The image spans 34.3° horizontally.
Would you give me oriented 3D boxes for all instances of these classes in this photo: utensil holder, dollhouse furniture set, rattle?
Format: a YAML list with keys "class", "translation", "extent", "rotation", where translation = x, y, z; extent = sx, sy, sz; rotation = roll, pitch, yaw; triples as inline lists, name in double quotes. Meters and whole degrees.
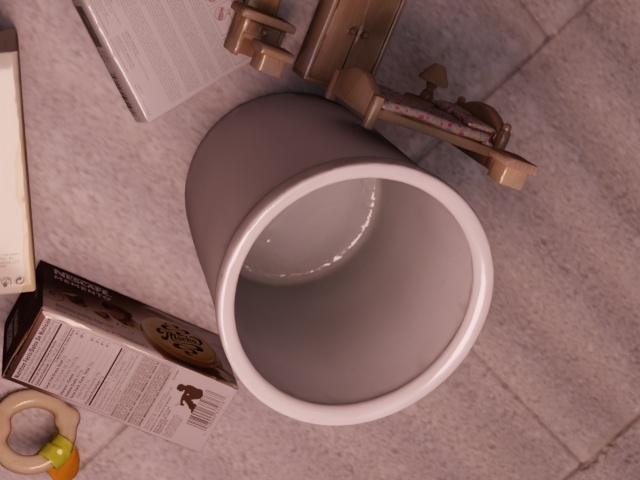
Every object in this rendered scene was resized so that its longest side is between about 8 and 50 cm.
- class: "utensil holder"
  translation: [0.000, 0.000, 1.339]
  extent: [0.327, 0.385, 0.327]
  rotation: [-5, 112, -13]
- class: "dollhouse furniture set"
  translation: [0.085, -0.234, 1.275]
  extent: [0.303, 0.355, 0.174]
  rotation: [14, 107, -28]
- class: "rattle"
  translation: [-0.456, 0.281, 1.526]
  extent: [0.200, 0.143, 0.130]
  rotation: [10, 77, -3]

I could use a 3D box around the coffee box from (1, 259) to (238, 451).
- class: "coffee box"
  translation: [-0.282, 0.161, 1.449]
  extent: [0.297, 0.168, 0.119]
  rotation: [26, 102, -22]

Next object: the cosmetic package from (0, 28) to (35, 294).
- class: "cosmetic package"
  translation: [-0.427, -0.100, 1.308]
  extent: [0.113, 0.160, 0.309]
  rotation: [-3, 113, -15]

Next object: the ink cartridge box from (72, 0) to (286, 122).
- class: "ink cartridge box"
  translation: [-0.184, -0.291, 1.368]
  extent: [0.232, 0.066, 0.189]
  rotation: [-36, 118, -22]
